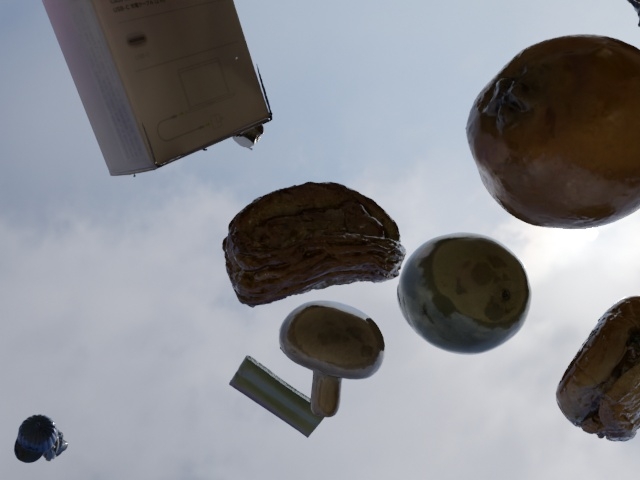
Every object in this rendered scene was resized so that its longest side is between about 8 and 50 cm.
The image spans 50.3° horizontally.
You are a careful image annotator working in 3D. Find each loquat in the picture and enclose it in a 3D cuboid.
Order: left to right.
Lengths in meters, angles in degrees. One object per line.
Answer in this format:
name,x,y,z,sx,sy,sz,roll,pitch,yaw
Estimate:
loquat,0.404,-0.173,1.098,0.328,0.329,0.329,12,-139,-10

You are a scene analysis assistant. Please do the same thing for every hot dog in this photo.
hot dog,-0.002,-0.002,0.938,0.258,0.114,0.175,-12,-140,-17

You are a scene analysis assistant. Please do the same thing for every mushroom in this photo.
mushroom,0.017,0.224,1.297,0.207,0.215,0.207,9,-171,-1

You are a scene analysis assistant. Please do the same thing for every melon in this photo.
melon,0.310,0.113,1.504,0.268,0.330,0.269,1,-93,-20

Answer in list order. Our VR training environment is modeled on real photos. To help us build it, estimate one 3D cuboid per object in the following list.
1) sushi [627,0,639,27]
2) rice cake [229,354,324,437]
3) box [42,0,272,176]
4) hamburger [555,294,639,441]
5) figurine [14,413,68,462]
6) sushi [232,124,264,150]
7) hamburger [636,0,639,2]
sushi,0.718,-0.468,1.298,0.196,0.182,0.344,2,-121,-26
rice cake,-0.093,0.347,1.507,0.221,0.080,0.042,34,-174,3
box,-0.188,-0.226,0.808,0.106,0.252,0.203,-1,-156,41
hamburger,0.507,0.207,1.142,0.286,0.243,0.146,-25,-136,-38
figurine,-0.503,0.364,1.257,0.079,0.136,0.077,-35,-111,0
sushi,-0.124,-0.194,1.238,0.044,0.083,0.046,39,-102,-27
hamburger,0.524,-0.482,0.934,0.290,0.225,0.291,-4,-111,10
